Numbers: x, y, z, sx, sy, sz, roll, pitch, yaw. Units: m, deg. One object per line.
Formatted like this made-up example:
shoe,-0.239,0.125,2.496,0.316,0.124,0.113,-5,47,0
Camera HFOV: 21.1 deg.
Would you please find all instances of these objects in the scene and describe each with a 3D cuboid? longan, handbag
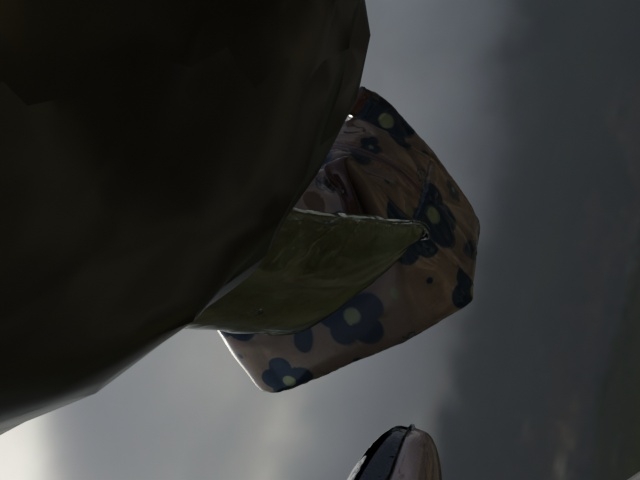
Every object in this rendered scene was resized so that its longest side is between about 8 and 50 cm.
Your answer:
longan,-0.177,-0.117,0.586,0.436,0.404,0.404,-25,45,55
handbag,0.000,0.000,1.583,0.193,0.251,0.190,55,-155,-24

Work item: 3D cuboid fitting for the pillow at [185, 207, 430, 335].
pillow,-0.071,0.016,1.318,0.302,0.185,0.075,8,-123,-42

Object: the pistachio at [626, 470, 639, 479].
pistachio,0.304,0.262,1.331,0.197,0.288,0.166,55,164,40

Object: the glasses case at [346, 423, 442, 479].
glasses case,0.021,0.259,1.132,0.122,0.075,0.314,88,-161,-45
